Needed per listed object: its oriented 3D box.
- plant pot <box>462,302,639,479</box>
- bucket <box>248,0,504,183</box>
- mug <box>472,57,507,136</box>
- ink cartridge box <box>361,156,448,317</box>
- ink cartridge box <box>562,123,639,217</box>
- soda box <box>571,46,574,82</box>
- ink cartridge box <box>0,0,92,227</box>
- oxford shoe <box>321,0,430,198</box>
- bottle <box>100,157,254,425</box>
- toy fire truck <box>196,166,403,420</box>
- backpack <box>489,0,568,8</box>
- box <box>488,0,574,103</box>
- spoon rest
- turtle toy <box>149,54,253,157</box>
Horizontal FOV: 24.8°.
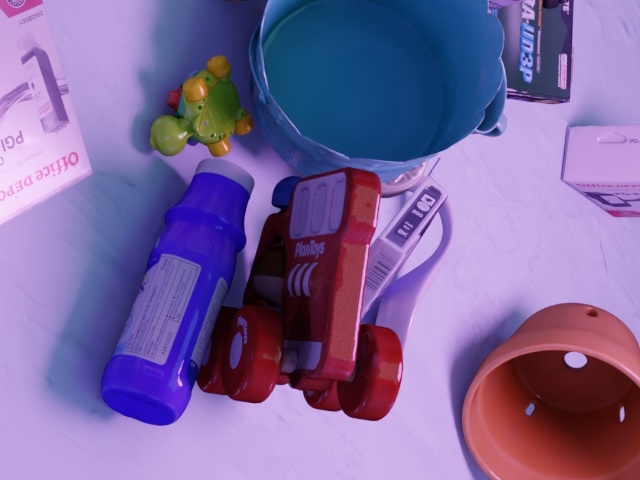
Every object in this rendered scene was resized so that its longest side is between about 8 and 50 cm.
[{"bbox_3d":[0.369,0.226,2.164,0.203,0.290,0.291,-63,141,-58],"label":"plant pot"},{"bbox_3d":[0.050,-0.195,1.641,0.281,0.183,0.281,2,79,-12],"label":"bucket"},{"bbox_3d":[0.186,-0.199,2.008,0.129,0.097,0.158,-37,120,-45],"label":"mug"},{"bbox_3d":[0.081,0.021,1.787,0.208,0.045,0.206,-51,175,-49],"label":"ink cartridge box"},{"bbox_3d":[0.536,-0.114,2.459,0.237,0.172,0.100,25,71,-53],"label":"ink cartridge box"},{"bbox_3d":[0.329,-0.290,2.254,0.181,0.058,0.061,13,81,-56],"label":"soda box"},{"bbox_3d":[-0.310,-0.129,1.297,0.158,0.092,0.218,-38,123,-48],"label":"ink cartridge box"},{"bbox_3d":[0.061,-0.267,1.818,0.130,0.169,0.449,139,-49,-75],"label":"oxford shoe"},{"bbox_3d":[-0.143,0.049,1.525,0.118,0.092,0.283,122,-12,-66],"label":"bottle"},{"bbox_3d":[-0.018,0.053,1.565,0.169,0.302,0.254,11,85,-18],"label":"toy fire truck"},{"bbox_3d":[0.226,-0.431,1.932,0.213,0.263,0.277,16,80,-10],"label":"backpack"},{"bbox_3d":[0.285,-0.316,2.128,0.175,0.051,0.220,5,87,-25],"label":"box"},{"bbox_3d":[0.126,0.048,1.926,0.137,0.084,0.276,94,6,-74],"label":"spoon rest"},{"bbox_3d":[-0.134,-0.137,1.575,0.130,0.066,0.095,-49,127,-43],"label":"turtle toy"}]
